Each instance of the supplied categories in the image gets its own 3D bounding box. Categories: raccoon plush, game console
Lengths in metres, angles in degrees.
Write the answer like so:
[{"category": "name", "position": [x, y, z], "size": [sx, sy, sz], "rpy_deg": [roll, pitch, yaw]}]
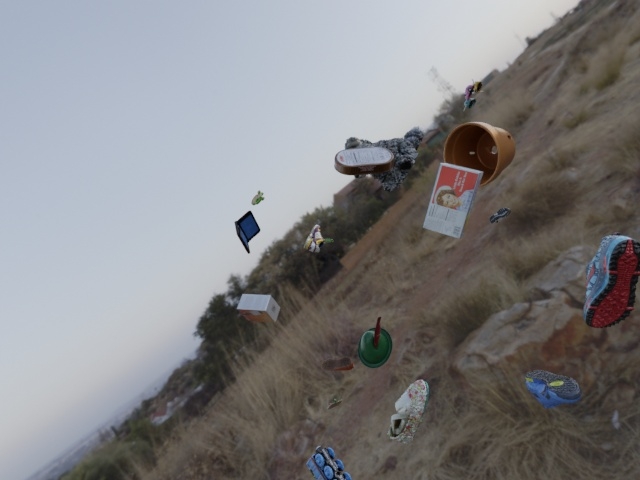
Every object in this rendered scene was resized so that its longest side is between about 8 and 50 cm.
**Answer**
[{"category": "raccoon plush", "position": [0.263, -0.408, 1.824], "size": [0.216, 0.299, 0.446], "rpy_deg": [-60, 1, 43]}, {"category": "game console", "position": [-0.315, -0.035, 1.802], "size": [0.085, 0.124, 0.144], "rpy_deg": [-21, -43, -1]}]

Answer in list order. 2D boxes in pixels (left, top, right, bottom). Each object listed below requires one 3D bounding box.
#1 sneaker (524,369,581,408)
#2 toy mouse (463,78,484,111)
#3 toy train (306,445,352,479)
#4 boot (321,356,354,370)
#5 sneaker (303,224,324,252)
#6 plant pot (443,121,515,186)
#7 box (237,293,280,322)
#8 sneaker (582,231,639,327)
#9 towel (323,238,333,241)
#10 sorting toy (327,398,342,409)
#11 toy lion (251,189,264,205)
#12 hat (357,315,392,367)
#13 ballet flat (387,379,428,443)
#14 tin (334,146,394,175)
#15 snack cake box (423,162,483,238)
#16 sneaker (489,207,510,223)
[{"category": "sneaker", "position": [0.592, 0.387, 1.026], "size": [0.069, 0.082, 0.209], "rpy_deg": [-16, -8, -2]}, {"category": "toy mouse", "position": [0.635, -0.615, 1.734], "size": [0.143, 0.031, 0.161], "rpy_deg": [-60, -31, 5]}, {"category": "toy train", "position": [0.033, 0.815, 1.422], "size": [0.080, 0.184, 0.105], "rpy_deg": [-5, -50, -44]}, {"category": "boot", "position": [0.085, 0.608, 1.969], "size": [0.157, 0.059, 0.085], "rpy_deg": [-12, -38, 18]}, {"category": "sneaker", "position": [-0.017, -0.003, 1.925], "size": [0.185, 0.084, 0.070], "rpy_deg": [-63, -3, -52]}, {"category": "plant pot", "position": [0.745, -0.404, 1.868], "size": [0.203, 0.291, 0.291], "rpy_deg": [-19, -12, -31]}, {"category": "box", "position": [-0.315, 0.347, 2.084], "size": [0.170, 0.130, 0.091], "rpy_deg": [-1, 52, 24]}, {"category": "sneaker", "position": [0.761, 0.106, 1.077], "size": [0.125, 0.104, 0.262], "rpy_deg": [-63, -18, -68]}, {"category": "towel", "position": [0.000, 0.000, 2.510], "size": [0.113, 0.023, 0.152], "rpy_deg": [4, -8, -25]}, {"category": "sorting toy", "position": [0.067, 0.720, 1.807], "size": [0.062, 0.012, 0.083], "rpy_deg": [-4, -43, -32]}, {"category": "toy lion", "position": [-0.374, -0.243, 2.408], "size": [0.096, 0.034, 0.100], "rpy_deg": [-47, 32, 15]}, {"category": "hat", "position": [0.202, 0.433, 1.769], "size": [0.173, 0.183, 0.209], "rpy_deg": [8, 71, 40]}, {"category": "ballet flat", "position": [0.243, 0.491, 1.150], "size": [0.091, 0.077, 0.241], "rpy_deg": [-102, 17, -61]}, {"category": "tin", "position": [0.137, -0.252, 1.280], "size": [0.189, 0.106, 0.040], "rpy_deg": [-6, -49, -4]}, {"category": "snack cake box", "position": [0.515, -0.157, 1.593], "size": [0.089, 0.152, 0.264], "rpy_deg": [-19, -55, -58]}, {"category": "sneaker", "position": [0.761, -0.106, 1.712], "size": [0.043, 0.040, 0.109], "rpy_deg": [-2, -20, -20]}]
